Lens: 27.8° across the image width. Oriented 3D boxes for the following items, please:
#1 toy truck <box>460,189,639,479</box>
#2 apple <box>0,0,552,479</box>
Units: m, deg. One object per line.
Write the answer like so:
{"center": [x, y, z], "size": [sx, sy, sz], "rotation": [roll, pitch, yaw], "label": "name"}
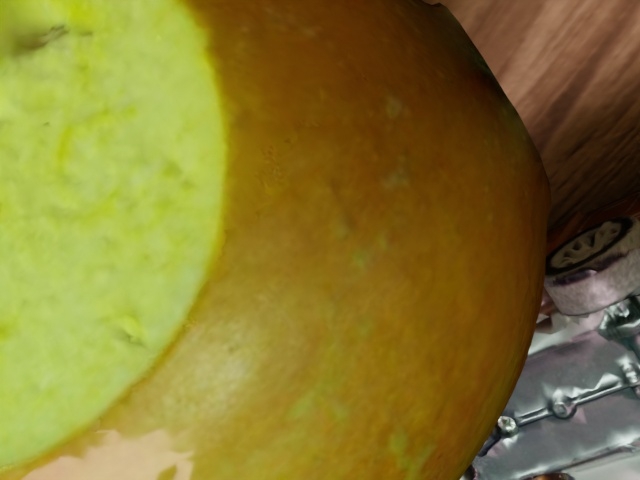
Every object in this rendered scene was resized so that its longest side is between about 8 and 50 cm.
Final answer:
{"center": [0.183, 0.064, 0.842], "size": [0.387, 0.207, 0.173], "rotation": [-26, 103, 32], "label": "toy truck"}
{"center": [-0.084, -0.005, 0.600], "size": [0.374, 0.374, 0.384], "rotation": [-29, 109, 35], "label": "apple"}
